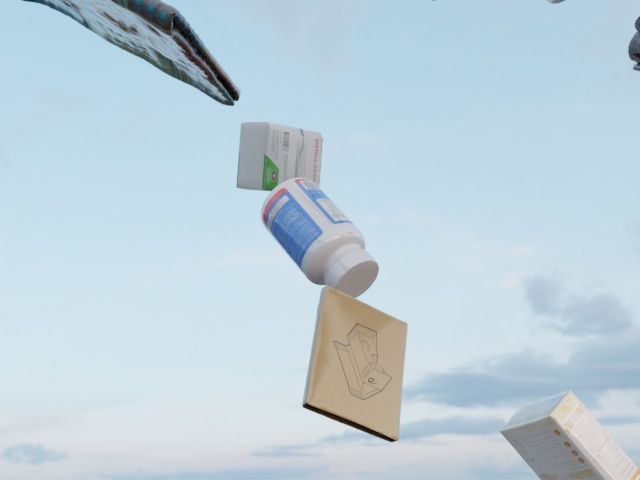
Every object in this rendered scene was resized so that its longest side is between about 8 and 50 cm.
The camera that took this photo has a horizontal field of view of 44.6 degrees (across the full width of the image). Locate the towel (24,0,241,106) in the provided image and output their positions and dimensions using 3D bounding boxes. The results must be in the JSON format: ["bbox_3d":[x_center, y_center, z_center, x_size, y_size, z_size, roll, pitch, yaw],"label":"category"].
[{"bbox_3d":[-0.285,-0.287,0.936,0.370,0.040,0.271,30,-2,12],"label":"towel"}]

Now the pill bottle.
[{"bbox_3d":[0.000,0.000,1.351,0.124,0.221,0.124,-25,-38,-21],"label":"pill bottle"}]

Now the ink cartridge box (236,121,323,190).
[{"bbox_3d":[-0.091,-0.186,1.797,0.087,0.153,0.208,6,2,35],"label":"ink cartridge box"}]

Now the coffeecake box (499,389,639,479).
[{"bbox_3d":[0.404,0.345,1.252,0.068,0.185,0.142,-38,-4,-32],"label":"coffeecake box"}]

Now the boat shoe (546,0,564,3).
[{"bbox_3d":[0.546,-0.623,1.849,0.070,0.219,0.077,-14,-54,-9],"label":"boat shoe"}]

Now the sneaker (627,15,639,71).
[{"bbox_3d":[0.464,-0.217,1.005,0.153,0.268,0.101,20,-36,33],"label":"sneaker"}]

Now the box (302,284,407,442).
[{"bbox_3d":[0.058,0.185,1.184,0.164,0.201,0.021,26,-39,-22],"label":"box"}]
